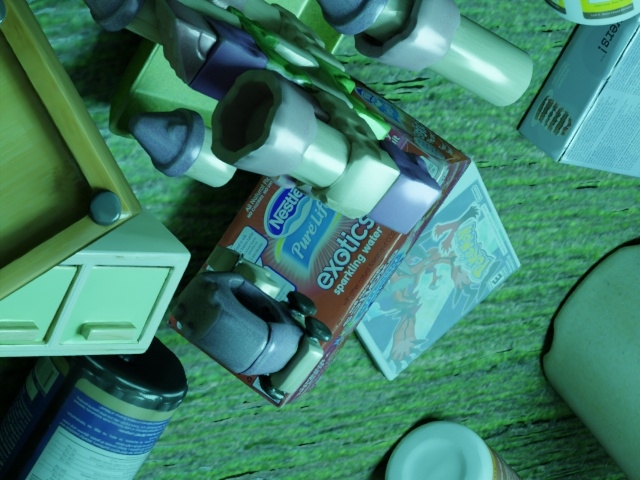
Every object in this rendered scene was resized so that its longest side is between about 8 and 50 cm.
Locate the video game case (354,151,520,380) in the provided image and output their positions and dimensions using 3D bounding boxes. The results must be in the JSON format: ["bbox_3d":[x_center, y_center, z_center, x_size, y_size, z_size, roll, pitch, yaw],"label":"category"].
[{"bbox_3d":[0.103,0.029,1.930,0.183,0.023,0.201,-41,144,-7],"label":"video game case"}]

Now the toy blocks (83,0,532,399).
[{"bbox_3d":[-0.076,-0.115,1.339,0.260,0.288,0.309,24,111,-38],"label":"toy blocks"}]

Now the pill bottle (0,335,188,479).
[{"bbox_3d":[-0.214,0.177,1.663,0.123,0.123,0.219,10,119,-50],"label":"pill bottle"}]

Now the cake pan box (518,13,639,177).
[{"bbox_3d":[0.345,-0.186,1.933,0.246,0.070,0.266,3,122,-49],"label":"cake pan box"}]

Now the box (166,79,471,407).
[{"bbox_3d":[0.000,0.000,1.679,0.257,0.128,0.122,-56,171,12],"label":"box"}]

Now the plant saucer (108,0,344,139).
[{"bbox_3d":[-0.070,-0.159,1.554,0.188,0.045,0.188,10,116,-50],"label":"plant saucer"}]

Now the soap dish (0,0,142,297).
[{"bbox_3d":[-0.284,-0.038,1.318,0.291,0.118,0.229,-33,109,-16],"label":"soap dish"}]

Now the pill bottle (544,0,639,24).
[{"bbox_3d":[0.226,-0.290,1.667,0.117,0.117,0.215,-39,144,-11],"label":"pill bottle"}]

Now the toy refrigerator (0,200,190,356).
[{"bbox_3d":[-0.238,0.028,1.523,0.270,0.094,0.102,2,122,-47],"label":"toy refrigerator"}]

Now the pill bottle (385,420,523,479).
[{"bbox_3d":[0.164,0.288,2.156,0.121,0.121,0.216,-46,144,-1],"label":"pill bottle"}]

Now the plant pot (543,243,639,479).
[{"bbox_3d":[0.422,0.165,2.143,0.334,0.305,0.333,-26,140,-25],"label":"plant pot"}]
